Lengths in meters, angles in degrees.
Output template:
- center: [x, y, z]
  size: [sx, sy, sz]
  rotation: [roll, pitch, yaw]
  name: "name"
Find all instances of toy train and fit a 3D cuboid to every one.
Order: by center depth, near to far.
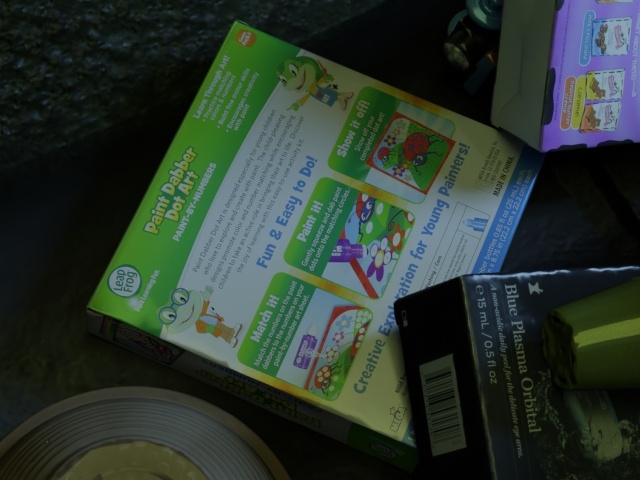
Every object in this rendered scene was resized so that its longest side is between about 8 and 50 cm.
- center: [0.177, -0.168, 1.314]
  size: [0.184, 0.080, 0.105]
  rotation: [-40, 83, -20]
  name: "toy train"

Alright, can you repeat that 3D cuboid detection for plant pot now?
- center: [0.181, 0.061, 1.086]
  size: [0.079, 0.083, 0.083]
  rotation: [-10, 69, -16]
  name: "plant pot"
- center: [-0.118, 0.195, 1.106]
  size: [0.237, 0.110, 0.237]
  rotation: [2, 68, -6]
  name: "plant pot"

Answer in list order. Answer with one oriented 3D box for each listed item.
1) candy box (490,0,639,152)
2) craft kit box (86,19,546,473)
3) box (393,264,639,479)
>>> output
- center: [0.226, -0.156, 1.244]
  size: [0.196, 0.164, 0.070]
  rotation: [-6, 23, -26]
  name: "candy box"
- center: [0.000, 0.000, 1.234]
  size: [0.247, 0.061, 0.250]
  rotation: [25, 66, 1]
  name: "craft kit box"
- center: [0.146, 0.101, 1.150]
  size: [0.158, 0.093, 0.156]
  rotation: [-3, 78, -28]
  name: "box"
